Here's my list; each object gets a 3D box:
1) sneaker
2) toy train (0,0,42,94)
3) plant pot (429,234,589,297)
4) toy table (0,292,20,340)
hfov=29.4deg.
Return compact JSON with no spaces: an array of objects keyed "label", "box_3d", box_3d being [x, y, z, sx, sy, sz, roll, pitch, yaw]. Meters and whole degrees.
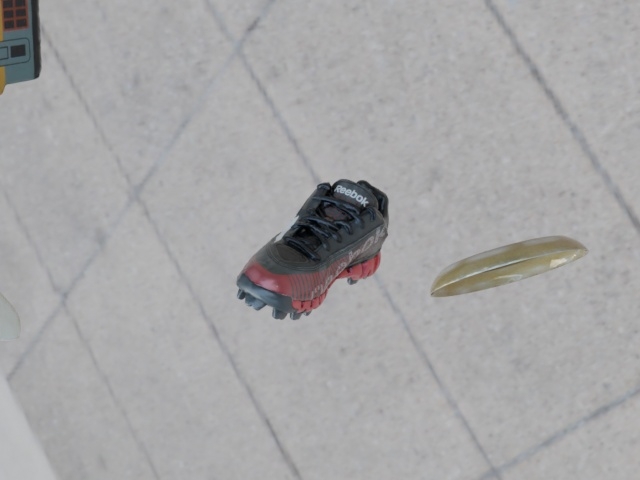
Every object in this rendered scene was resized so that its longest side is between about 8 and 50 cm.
[{"label":"sneaker","box_3d":[0.000,0.000,1.389,0.097,0.276,0.135,31,117,19]},{"label":"toy train","box_3d":[-0.331,-0.264,1.015,0.142,0.190,0.334,13,112,35]},{"label":"plant pot","box_3d":[0.268,0.035,1.763,0.236,0.236,0.032,-29,73,51]},{"label":"toy table","box_3d":[-0.381,0.006,1.051,0.274,0.252,0.161,164,107,-64]}]
